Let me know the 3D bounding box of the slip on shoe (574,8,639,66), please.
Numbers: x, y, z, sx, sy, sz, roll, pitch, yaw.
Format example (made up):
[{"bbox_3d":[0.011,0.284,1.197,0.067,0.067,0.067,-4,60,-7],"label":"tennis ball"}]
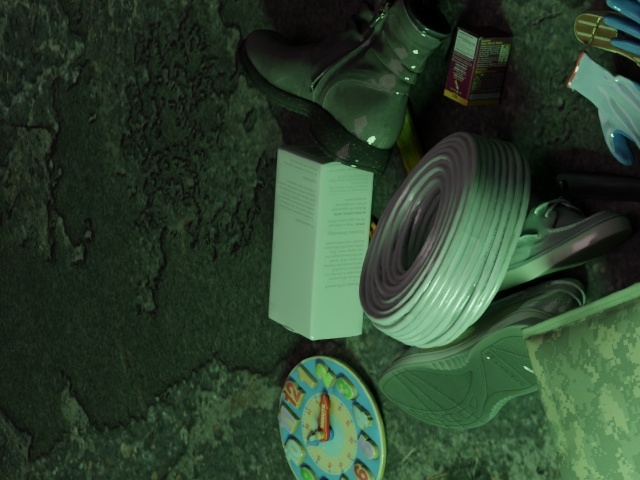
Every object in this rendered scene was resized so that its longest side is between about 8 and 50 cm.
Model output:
[{"bbox_3d":[0.332,-0.210,1.912,0.135,0.041,0.051,21,121,30],"label":"slip on shoe"}]

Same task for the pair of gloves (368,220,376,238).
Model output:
[{"bbox_3d":[0.074,0.026,2.303,0.074,0.010,0.083,55,135,40],"label":"pair of gloves"}]

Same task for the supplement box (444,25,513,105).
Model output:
[{"bbox_3d":[0.180,-0.200,2.096,0.043,0.055,0.083,33,120,45],"label":"supplement box"}]

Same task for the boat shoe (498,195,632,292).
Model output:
[{"bbox_3d":[0.249,-0.004,2.016,0.227,0.079,0.081,-29,76,54],"label":"boat shoe"}]

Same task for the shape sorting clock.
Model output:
[{"bbox_3d":[0.011,0.253,2.394,0.206,0.040,0.206,11,104,51],"label":"shape sorting clock"}]

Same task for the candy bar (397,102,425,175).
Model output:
[{"bbox_3d":[0.109,-0.122,2.230,0.040,0.018,0.161,-34,68,50],"label":"candy bar"}]

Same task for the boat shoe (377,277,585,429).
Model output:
[{"bbox_3d":[0.186,0.131,2.112,0.118,0.103,0.320,41,144,-11],"label":"boat shoe"}]

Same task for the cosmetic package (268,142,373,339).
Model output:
[{"bbox_3d":[0.000,0.000,2.331,0.117,0.085,0.231,26,117,56],"label":"cosmetic package"}]

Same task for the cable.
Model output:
[{"bbox_3d":[0.139,-0.004,2.070,0.257,0.089,0.257,-65,17,7],"label":"cable"}]

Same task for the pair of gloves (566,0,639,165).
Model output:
[{"bbox_3d":[0.337,-0.167,1.883,0.159,0.023,0.198,40,129,18],"label":"pair of gloves"}]

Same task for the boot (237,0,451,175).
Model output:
[{"bbox_3d":[0.036,-0.244,2.251,0.338,0.118,0.223,43,115,46],"label":"boot"}]

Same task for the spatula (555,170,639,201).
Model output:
[{"bbox_3d":[0.355,-0.046,1.912,0.296,0.030,0.084,12,119,53],"label":"spatula"}]

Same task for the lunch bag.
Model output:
[{"bbox_3d":[0.363,0.153,1.823,0.287,0.169,0.235,-28,73,55],"label":"lunch bag"}]
